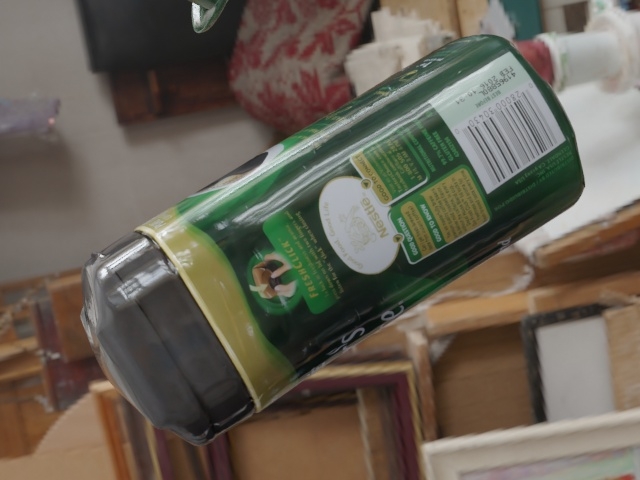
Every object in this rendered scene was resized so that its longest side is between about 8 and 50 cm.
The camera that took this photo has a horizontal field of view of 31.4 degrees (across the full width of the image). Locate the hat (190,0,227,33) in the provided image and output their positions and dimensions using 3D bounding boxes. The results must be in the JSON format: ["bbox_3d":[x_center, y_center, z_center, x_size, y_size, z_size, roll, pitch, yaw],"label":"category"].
[{"bbox_3d":[-0.151,-0.252,0.824,0.208,0.183,0.173,123,153,-46],"label":"hat"}]

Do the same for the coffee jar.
[{"bbox_3d":[0.000,0.000,0.423,0.079,0.184,0.096,60,167,-7],"label":"coffee jar"}]
